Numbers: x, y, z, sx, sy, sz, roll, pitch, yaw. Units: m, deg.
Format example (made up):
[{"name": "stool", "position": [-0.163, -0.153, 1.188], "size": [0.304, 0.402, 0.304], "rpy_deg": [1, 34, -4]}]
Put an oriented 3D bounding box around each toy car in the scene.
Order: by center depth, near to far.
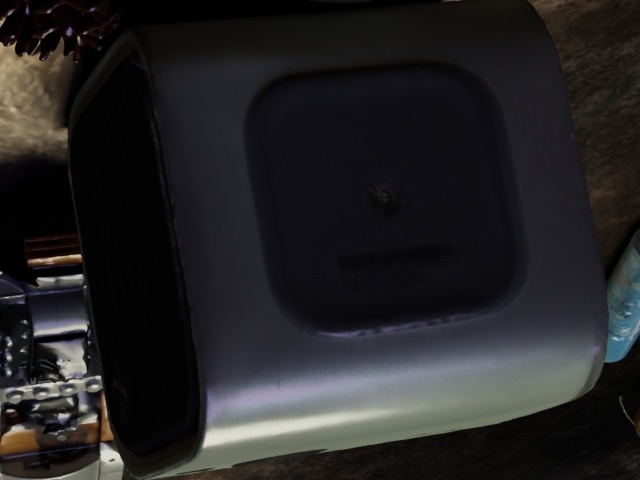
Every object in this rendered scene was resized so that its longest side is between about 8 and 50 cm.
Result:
[{"name": "toy car", "position": [-0.202, 0.085, 1.403], "size": [0.193, 0.118, 0.301], "rpy_deg": [-6, 148, -16]}]

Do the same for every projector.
[{"name": "projector", "position": [0.000, 0.000, 1.183], "size": [0.249, 0.248, 0.248], "rpy_deg": [-7, 171, -19]}]

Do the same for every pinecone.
[{"name": "pinecone", "position": [-0.152, -0.148, 1.037], "size": [0.102, 0.102, 0.109], "rpy_deg": [-25, 116, 14]}]

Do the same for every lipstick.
[{"name": "lipstick", "position": [0.263, 0.045, 1.656], "size": [0.048, 0.048, 0.158], "rpy_deg": [-8, 150, -17]}]

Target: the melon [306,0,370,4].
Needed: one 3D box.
[{"name": "melon", "position": [0.003, -0.177, 1.076], "size": [0.128, 0.079, 0.160], "rpy_deg": [-6, 155, -49]}]

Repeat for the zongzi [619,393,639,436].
[{"name": "zongzi", "position": [0.339, 0.122, 1.815], "size": [0.187, 0.084, 0.184], "rpy_deg": [-28, 136, 28]}]
